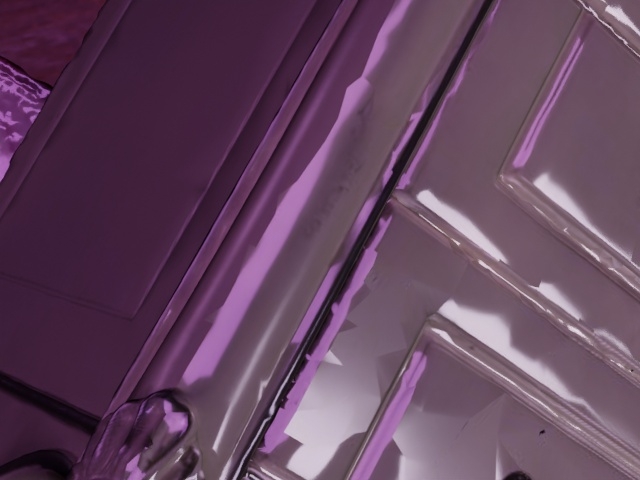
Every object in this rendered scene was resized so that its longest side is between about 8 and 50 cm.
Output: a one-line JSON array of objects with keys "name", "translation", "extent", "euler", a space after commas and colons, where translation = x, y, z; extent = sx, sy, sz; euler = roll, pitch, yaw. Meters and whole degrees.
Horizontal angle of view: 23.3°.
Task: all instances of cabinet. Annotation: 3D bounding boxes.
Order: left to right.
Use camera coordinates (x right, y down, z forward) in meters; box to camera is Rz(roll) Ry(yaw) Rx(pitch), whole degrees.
[{"name": "cabinet", "translation": [0.044, 0.027, 0.533], "extent": [0.290, 0.227, 0.318], "euler": [36, 76, -30]}]

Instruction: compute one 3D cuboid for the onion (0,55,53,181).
[{"name": "onion", "translation": [-0.187, 0.025, 0.628], "extent": [0.195, 0.140, 0.218], "euler": [29, 72, -12]}]
